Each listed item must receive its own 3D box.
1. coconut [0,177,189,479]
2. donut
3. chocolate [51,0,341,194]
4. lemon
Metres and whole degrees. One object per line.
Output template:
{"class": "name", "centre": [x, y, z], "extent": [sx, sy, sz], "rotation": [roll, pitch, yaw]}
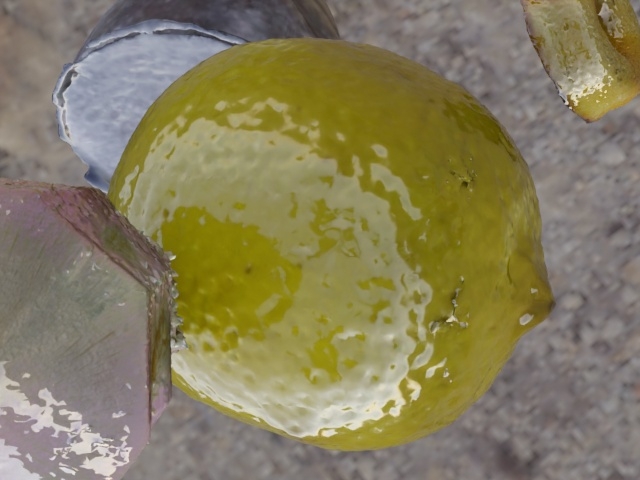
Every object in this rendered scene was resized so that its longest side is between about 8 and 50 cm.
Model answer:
{"class": "coconut", "centre": [-0.198, 0.059, 1.142], "extent": [0.245, 0.233, 0.233], "rotation": [-100, -15, -81]}
{"class": "donut", "centre": [0.207, -0.165, 1.413], "extent": [0.058, 0.152, 0.152], "rotation": [-21, 100, 25]}
{"class": "chocolate", "centre": [-0.105, -0.181, 1.837], "extent": [0.303, 0.213, 0.303], "rotation": [8, 142, 7]}
{"class": "lemon", "centre": [0.001, 0.001, 1.352], "extent": [0.336, 0.336, 0.336], "rotation": [28, 134, 34]}
